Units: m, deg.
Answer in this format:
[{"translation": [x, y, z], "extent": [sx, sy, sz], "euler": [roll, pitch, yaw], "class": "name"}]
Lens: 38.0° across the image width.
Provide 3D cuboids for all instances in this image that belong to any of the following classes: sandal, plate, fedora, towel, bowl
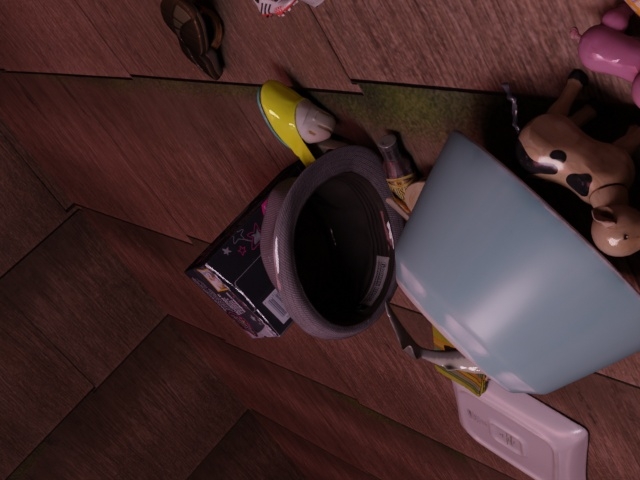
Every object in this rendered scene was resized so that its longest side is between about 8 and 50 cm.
[{"translation": [-0.167, -0.294, 1.314], "extent": [0.090, 0.060, 0.219], "euler": [43, 175, 15], "class": "sandal"}, {"translation": [0.341, 0.337, 1.648], "extent": [0.278, 0.045, 0.277], "euler": [30, 157, 31], "class": "plate"}, {"translation": [0.000, 0.000, 1.296], "extent": [0.124, 0.244, 0.275], "euler": [11, 132, 46], "class": "fedora"}, {"translation": [0.220, 0.160, 1.511], "extent": [0.102, 0.021, 0.237], "euler": [27, 147, 33], "class": "towel"}, {"translation": [0.199, 0.045, 0.996], "extent": [0.311, 0.163, 0.311], "euler": [42, -173, -7], "class": "bowl"}]

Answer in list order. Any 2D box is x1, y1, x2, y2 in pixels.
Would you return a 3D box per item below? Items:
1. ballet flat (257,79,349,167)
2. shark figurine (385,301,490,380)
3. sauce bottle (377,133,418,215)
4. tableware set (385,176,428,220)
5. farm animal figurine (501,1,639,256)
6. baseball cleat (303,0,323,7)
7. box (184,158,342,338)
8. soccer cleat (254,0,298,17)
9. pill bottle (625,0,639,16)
[{"translation": [-0.003, -0.140, 1.310], "extent": [0.077, 0.077, 0.231], "euler": [-2, 139, 33], "class": "ballet flat"}, {"translation": [0.241, 0.133, 1.304], "extent": [0.278, 0.116, 0.166], "euler": [-7, 142, 16], "class": "shark figurine"}, {"translation": [0.106, -0.087, 1.240], "extent": [0.042, 0.042, 0.128], "euler": [23, 153, 42], "class": "sauce bottle"}, {"translation": [0.192, -0.020, 1.227], "extent": [0.194, 0.039, 0.128], "euler": [43, 148, -18], "class": "tableware set"}, {"translation": [0.319, -0.044, 0.757], "extent": [0.327, 0.172, 0.330], "euler": [45, 159, -7], "class": "farm animal figurine"}, {"translation": [-0.050, -0.305, 1.055], "extent": [0.109, 0.072, 0.206], "euler": [47, 164, -29], "class": "baseball cleat"}, {"translation": [-0.059, 0.012, 1.439], "extent": [0.163, 0.247, 0.142], "euler": [46, 161, -11], "class": "box"}, {"translation": [-0.057, -0.296, 1.145], "extent": [0.035, 0.029, 0.083], "euler": [48, 164, -25], "class": "soccer cleat"}, {"translation": [0.181, -0.278, 0.577], "extent": [0.272, 0.152, 0.152], "euler": [45, 159, -6], "class": "pill bottle"}]
